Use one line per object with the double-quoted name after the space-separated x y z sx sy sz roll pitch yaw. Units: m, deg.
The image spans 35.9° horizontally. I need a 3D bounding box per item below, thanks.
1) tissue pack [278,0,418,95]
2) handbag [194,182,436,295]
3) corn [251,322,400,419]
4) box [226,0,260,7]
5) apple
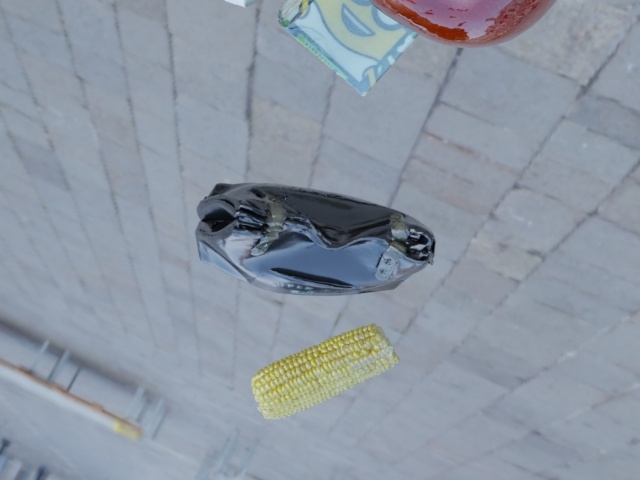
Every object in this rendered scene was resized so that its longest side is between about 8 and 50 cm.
0.099 -0.479 1.949 0.228 0.311 0.128 37 -164 -22 "tissue pack"
0.000 0.000 1.316 0.342 0.152 0.288 8 176 -6 "handbag"
0.006 0.213 1.612 0.244 0.093 0.093 -23 149 4 "corn"
-0.143 -0.404 1.515 0.154 0.084 0.040 26 130 32 "box"
0.162 -0.342 1.083 0.260 0.216 0.260 7 123 11 "apple"
